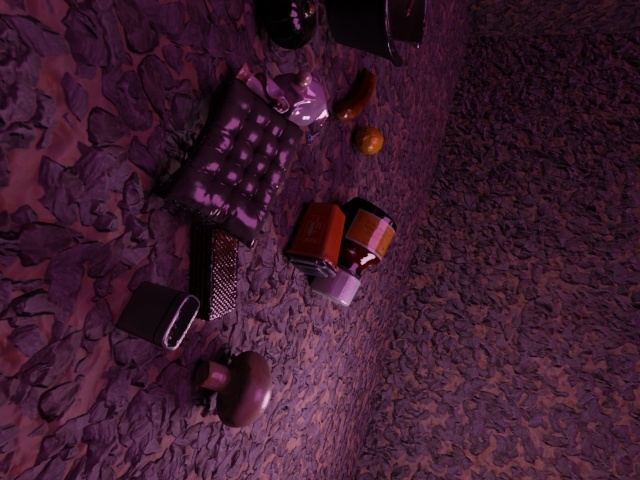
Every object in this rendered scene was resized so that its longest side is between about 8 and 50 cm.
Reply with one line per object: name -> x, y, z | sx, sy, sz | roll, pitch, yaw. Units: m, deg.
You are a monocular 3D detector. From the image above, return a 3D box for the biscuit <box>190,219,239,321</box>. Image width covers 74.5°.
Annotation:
biscuit -> -0.263, 0.067, 1.046 | 0.106, 0.070, 0.251 | -18, 117, -62

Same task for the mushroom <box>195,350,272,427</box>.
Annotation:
mushroom -> -0.231, 0.407, 1.144 | 0.209, 0.206, 0.206 | -2, 103, -42

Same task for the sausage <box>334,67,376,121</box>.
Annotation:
sausage -> 0.137, -0.539, 1.594 | 0.302, 0.076, 0.102 | -61, 142, -33

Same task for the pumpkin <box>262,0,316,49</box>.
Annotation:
pumpkin -> -0.078, -0.581, 1.081 | 0.167, 0.125, 0.167 | -23, 125, -38

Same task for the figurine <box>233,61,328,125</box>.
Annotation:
figurine -> -0.099, -0.365, 1.073 | 0.276, 0.200, 0.133 | -6, 90, -35

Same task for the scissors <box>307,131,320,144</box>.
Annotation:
scissors -> -0.022, -0.353, 1.427 | 0.083, 0.006, 0.036 | -50, 141, -45

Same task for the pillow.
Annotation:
pillow -> -0.186, -0.176, 0.939 | 0.228, 0.101, 0.326 | 32, 75, -34

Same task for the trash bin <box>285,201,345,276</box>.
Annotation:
trash bin -> 0.000, 0.000, 1.458 | 0.184, 0.161, 0.238 | 49, 53, -59

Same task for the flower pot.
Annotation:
flower pot -> 0.178, -0.773, 1.372 | 0.379, 0.251, 0.379 | -35, 132, -51

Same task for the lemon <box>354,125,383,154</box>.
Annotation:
lemon -> 0.200, -0.411, 1.736 | 0.155, 0.114, 0.114 | 3, 98, -66

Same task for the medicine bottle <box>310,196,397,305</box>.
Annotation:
medicine bottle -> 0.114, 0.050, 1.646 | 0.395, 0.243, 0.242 | -58, 151, -7

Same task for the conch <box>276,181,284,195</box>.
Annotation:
conch -> -0.140, -0.195, 1.113 | 0.155, 0.130, 0.207 | -62, -178, 28

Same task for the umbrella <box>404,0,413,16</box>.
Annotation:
umbrella -> 0.285, -0.761, 1.289 | 0.027, 0.025, 0.165 | 48, 59, -80

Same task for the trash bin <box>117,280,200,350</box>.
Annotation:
trash bin -> -0.333, 0.153, 0.869 | 0.116, 0.130, 0.059 | -65, 152, -26
